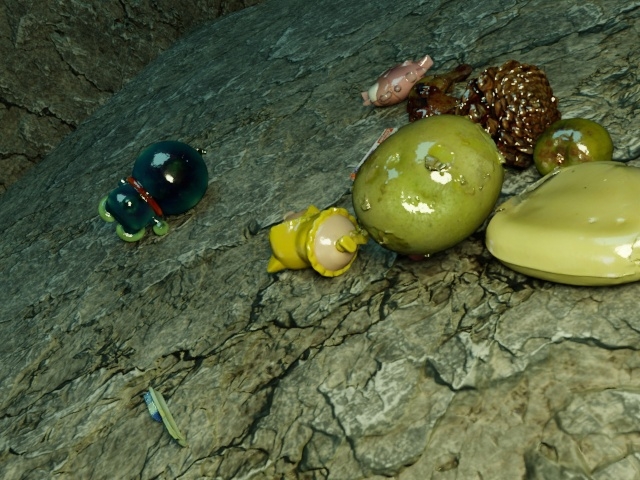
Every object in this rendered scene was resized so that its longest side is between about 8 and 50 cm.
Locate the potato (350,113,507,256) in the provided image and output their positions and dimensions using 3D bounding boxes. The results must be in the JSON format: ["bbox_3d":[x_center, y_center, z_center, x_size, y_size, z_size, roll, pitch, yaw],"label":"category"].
[{"bbox_3d":[0.206,-0.110,1.278,0.270,0.219,0.359,-29,3,26],"label":"potato"}]

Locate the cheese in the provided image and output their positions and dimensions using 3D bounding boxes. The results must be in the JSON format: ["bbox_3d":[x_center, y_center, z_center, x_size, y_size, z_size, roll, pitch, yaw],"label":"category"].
[{"bbox_3d":[0.437,-0.023,1.115,0.259,0.128,0.316,-42,25,-17],"label":"cheese"}]

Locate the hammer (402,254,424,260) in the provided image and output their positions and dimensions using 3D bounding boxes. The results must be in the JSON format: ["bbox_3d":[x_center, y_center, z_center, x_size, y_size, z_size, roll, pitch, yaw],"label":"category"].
[{"bbox_3d":[0.168,0.011,1.348,0.043,0.043,0.083,-35,32,-13],"label":"hammer"}]

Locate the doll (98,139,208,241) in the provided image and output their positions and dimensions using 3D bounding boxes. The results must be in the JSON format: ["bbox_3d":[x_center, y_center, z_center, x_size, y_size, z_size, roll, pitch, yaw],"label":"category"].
[{"bbox_3d":[-0.425,-0.140,1.892,0.322,0.198,0.186,-47,6,-18],"label":"doll"}]

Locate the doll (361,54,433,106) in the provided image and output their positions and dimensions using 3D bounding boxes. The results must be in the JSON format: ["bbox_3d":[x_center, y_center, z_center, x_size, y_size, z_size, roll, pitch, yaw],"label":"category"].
[{"bbox_3d":[0.211,-0.429,1.932,0.211,0.093,0.262,-20,21,41],"label":"doll"}]

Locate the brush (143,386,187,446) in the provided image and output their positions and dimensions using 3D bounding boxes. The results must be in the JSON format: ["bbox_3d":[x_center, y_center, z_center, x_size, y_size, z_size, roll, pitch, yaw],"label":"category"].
[{"bbox_3d":[-0.274,0.309,1.240,0.030,0.033,0.178,-40,32,-10],"label":"brush"}]

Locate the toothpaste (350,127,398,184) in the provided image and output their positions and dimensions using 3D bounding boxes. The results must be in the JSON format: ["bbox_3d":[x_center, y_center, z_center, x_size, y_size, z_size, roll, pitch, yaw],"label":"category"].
[{"bbox_3d":[0.133,-0.200,1.702,0.047,0.040,0.196,2,40,36],"label":"toothpaste"}]

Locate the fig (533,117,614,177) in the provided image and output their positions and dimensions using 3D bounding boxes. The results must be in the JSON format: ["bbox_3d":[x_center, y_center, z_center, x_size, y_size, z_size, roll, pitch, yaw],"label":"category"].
[{"bbox_3d":[0.477,-0.183,1.326,0.133,0.126,0.185,-24,23,46],"label":"fig"}]

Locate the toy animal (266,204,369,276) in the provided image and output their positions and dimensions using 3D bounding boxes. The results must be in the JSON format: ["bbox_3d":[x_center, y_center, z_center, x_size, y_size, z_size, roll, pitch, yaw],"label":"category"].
[{"bbox_3d":[-0.004,0.002,1.412,0.230,0.156,0.156,-4,36,52],"label":"toy animal"}]

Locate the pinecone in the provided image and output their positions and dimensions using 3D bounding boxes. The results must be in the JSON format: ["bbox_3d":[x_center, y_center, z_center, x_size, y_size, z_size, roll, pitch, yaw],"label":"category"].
[{"bbox_3d":[0.368,-0.243,1.433,0.222,0.221,0.221,-20,31,12],"label":"pinecone"}]

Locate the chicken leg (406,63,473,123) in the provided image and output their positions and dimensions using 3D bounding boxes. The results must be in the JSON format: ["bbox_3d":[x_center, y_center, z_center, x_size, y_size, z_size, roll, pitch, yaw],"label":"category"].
[{"bbox_3d":[0.301,-0.357,1.786,0.178,0.083,0.322,-8,36,14],"label":"chicken leg"}]
